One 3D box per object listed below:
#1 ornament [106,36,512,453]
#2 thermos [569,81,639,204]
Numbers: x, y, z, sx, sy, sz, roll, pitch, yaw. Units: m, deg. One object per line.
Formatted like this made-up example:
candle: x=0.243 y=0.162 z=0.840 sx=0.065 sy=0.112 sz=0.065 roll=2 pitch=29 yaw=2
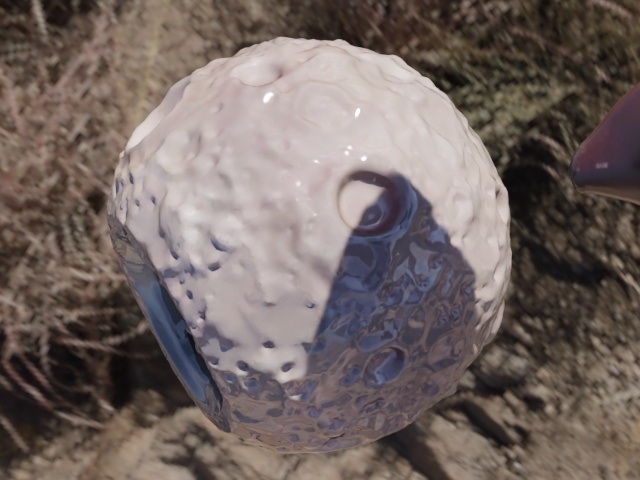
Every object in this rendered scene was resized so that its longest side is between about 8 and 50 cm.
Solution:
ornament: x=0.000 y=0.000 z=0.986 sx=0.225 sy=0.259 sz=0.259 roll=-30 pitch=59 yaw=-14
thermos: x=0.146 y=0.070 z=0.287 sx=0.136 sy=0.109 sz=0.330 roll=-46 pitch=41 yaw=34
